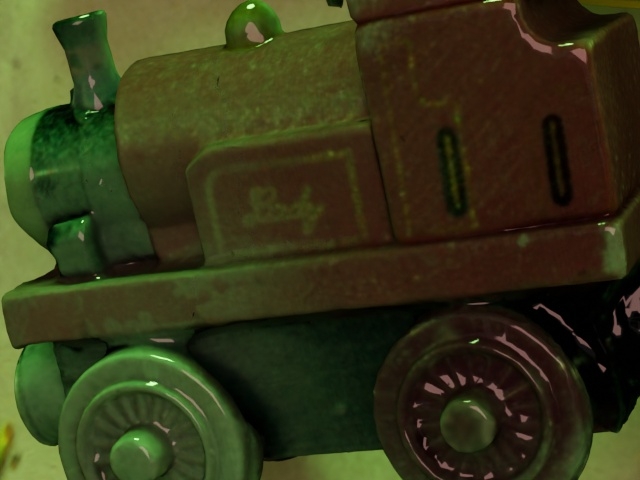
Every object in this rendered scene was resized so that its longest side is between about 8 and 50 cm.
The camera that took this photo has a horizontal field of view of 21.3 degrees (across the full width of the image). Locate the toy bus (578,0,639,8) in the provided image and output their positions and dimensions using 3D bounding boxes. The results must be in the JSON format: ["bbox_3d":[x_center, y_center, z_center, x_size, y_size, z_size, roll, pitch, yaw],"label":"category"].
[{"bbox_3d":[0.149,-0.253,0.762,0.144,0.152,0.330,6,80,12],"label":"toy bus"}]

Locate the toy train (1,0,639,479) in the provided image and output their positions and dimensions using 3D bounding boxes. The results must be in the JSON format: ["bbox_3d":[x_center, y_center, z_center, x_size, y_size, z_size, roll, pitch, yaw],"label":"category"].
[{"bbox_3d":[0.000,0.000,0.698,0.304,0.150,0.221,-8,101,21],"label":"toy train"}]
